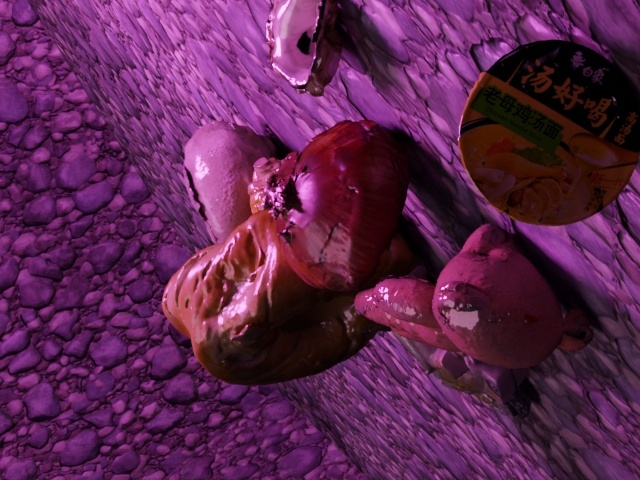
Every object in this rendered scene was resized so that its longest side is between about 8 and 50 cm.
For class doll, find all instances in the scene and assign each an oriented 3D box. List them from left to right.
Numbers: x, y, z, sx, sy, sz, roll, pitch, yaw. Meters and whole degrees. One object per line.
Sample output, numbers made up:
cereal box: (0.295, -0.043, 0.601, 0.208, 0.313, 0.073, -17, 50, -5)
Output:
doll: (0.161, 0.058, 1.664, 0.201, 0.156, 0.303, 20, 172, -31)

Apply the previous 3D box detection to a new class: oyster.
oyster: (-0.017, -0.250, 1.685, 0.191, 0.081, 0.163, 34, 132, 54)

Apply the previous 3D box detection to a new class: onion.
onion: (0.005, -0.050, 1.768, 0.163, 0.230, 0.230, 13, 179, -16)

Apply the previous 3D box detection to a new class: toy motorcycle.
toy motorcycle: (0.181, 0.133, 1.932, 0.223, 0.108, 0.341, 35, 168, 25)

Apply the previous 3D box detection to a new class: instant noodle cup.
instant noodle cup: (0.185, -0.087, 1.206, 0.151, 0.151, 0.122, 53, 180, -1)

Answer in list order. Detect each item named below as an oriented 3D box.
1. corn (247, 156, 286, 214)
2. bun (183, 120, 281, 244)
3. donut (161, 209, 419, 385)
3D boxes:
corn: (0.000, 0.000, 2.212, 0.347, 0.130, 0.130, 54, 169, -31)
bun: (-0.120, -0.086, 2.304, 0.239, 0.141, 0.239, -16, -90, -74)
donut: (-0.041, 0.073, 2.027, 0.360, 0.360, 0.170, 75, 171, -63)
